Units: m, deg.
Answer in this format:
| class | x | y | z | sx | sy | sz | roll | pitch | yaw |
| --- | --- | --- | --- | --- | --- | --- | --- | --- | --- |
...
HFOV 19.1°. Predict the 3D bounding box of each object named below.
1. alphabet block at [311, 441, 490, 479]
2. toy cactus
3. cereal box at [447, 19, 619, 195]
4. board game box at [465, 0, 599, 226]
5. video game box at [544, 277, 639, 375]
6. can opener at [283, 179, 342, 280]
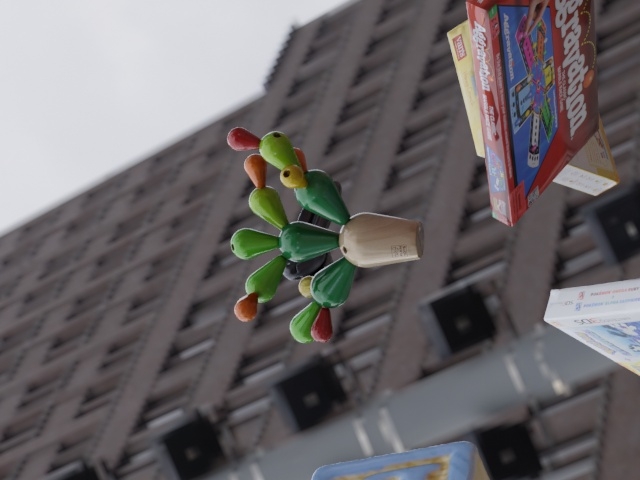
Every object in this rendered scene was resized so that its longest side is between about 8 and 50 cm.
| class | x | y | z | sx | sy | sz | roll | pitch | yaw |
| --- | --- | --- | --- | --- | --- | --- | --- | --- | --- |
| alphabet block | 0.099 | 0.358 | 2.036 | 0.192 | 0.193 | 0.197 | -74 | -33 | -51 |
| toy cactus | 0.000 | 0.000 | 1.714 | 0.112 | 0.181 | 0.219 | -50 | -44 | -65 |
| cereal box | 0.258 | -0.159 | 2.301 | 0.240 | 0.047 | 0.173 | 16 | -126 | -45 |
| board game box | 0.191 | -0.150 | 1.666 | 0.145 | 0.027 | 0.281 | -48 | -31 | -24 |
| video game box | 0.393 | 0.110 | 2.197 | 0.205 | 0.187 | 0.048 | 29 | -109 | -26 |
| can opener | -0.011 | -0.012 | 2.507 | 0.186 | 0.059 | 0.073 | -79 | -23 | -43 |
